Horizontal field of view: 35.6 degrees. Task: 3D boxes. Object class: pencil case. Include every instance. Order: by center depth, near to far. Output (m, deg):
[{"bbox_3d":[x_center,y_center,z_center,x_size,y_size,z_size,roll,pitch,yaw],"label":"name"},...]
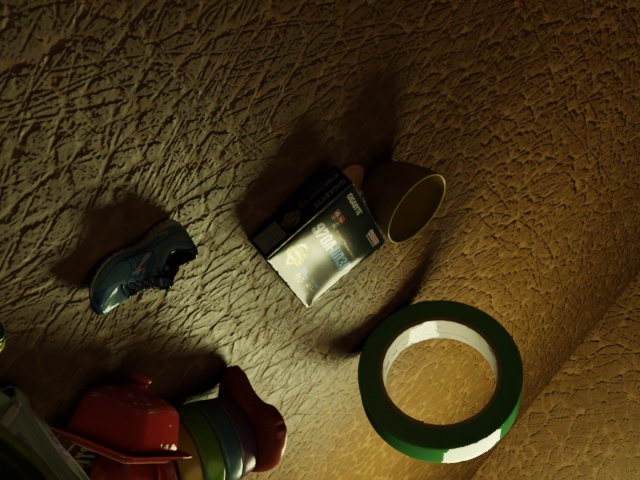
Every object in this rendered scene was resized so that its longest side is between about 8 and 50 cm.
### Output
[{"bbox_3d":[-0.343,0.307,1.235,0.124,0.273,0.113,-50,159,13],"label":"pencil case"}]

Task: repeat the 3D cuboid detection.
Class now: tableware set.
[{"bbox_3d":[-0.394,0.324,1.439,0.104,0.024,0.154,-49,153,4],"label":"tableware set"}]

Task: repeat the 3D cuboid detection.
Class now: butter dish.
[{"bbox_3d":[-0.271,0.245,1.420,0.160,0.160,0.118,20,84,-61],"label":"butter dish"}]

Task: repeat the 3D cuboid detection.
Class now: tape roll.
[{"bbox_3d":[0.235,0.272,1.961,0.321,0.321,0.077,-41,151,-18],"label":"tape roll"}]

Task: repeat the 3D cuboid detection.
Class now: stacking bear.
[{"bbox_3d":[-0.223,0.339,1.572,0.289,0.175,0.164,-16,131,-33],"label":"stacking bear"}]

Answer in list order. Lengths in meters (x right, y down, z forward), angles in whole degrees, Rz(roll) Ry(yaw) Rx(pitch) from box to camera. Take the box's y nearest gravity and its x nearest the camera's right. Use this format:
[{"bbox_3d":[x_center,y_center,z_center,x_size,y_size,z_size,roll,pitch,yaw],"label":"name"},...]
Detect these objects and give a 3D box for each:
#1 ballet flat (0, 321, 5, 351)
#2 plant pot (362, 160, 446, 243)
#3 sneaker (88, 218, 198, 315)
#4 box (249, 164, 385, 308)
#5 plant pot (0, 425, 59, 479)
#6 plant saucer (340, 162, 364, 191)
[{"bbox_3d":[-0.448,0.127,1.082,0.077,0.077,0.231,-45,158,26],"label":"ballet flat"},{"bbox_3d":[0.125,-0.077,1.630,0.134,0.095,0.134,-35,148,-26],"label":"plant pot"},{"bbox_3d":[-0.227,0.041,1.287,0.162,0.073,0.063,-41,150,-17],"label":"sneaker"},{"bbox_3d":[0.000,0.000,1.572,0.175,0.051,0.220,-41,151,-4],"label":"box"},{"bbox_3d":[-0.450,0.377,1.051,0.366,0.366,0.353,-35,178,-26],"label":"plant pot"},{"bbox_3d":[0.040,-0.085,1.585,0.083,0.013,0.083,-36,149,-26],"label":"plant saucer"}]
